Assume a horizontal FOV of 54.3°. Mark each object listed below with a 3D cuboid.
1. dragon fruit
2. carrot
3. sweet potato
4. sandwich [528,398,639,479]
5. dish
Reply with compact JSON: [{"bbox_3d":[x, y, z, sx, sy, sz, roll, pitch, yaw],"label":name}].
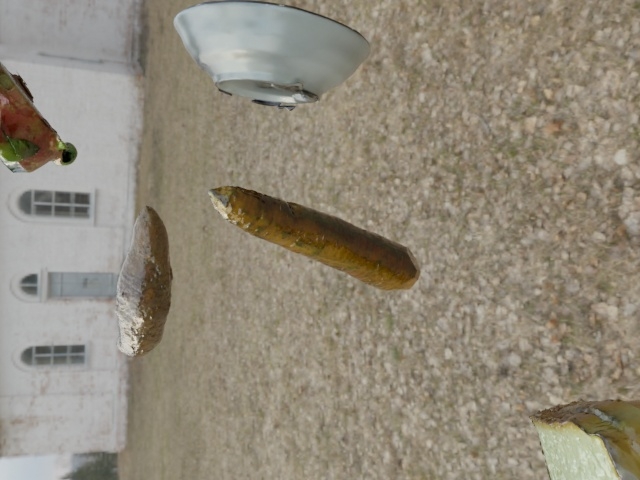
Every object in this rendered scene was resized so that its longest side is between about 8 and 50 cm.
[{"bbox_3d":[-0.610,-0.246,1.225,0.268,0.130,0.295,32,158,55],"label":"dragon fruit"},{"bbox_3d":[0.000,0.000,0.725,0.066,0.314,0.066,-23,58,42],"label":"carrot"},{"bbox_3d":[-0.300,0.101,1.047,0.114,0.092,0.341,60,143,40],"label":"sweet potato"},{"bbox_3d":[0.323,0.311,0.632,0.271,0.099,0.301,88,169,-76],"label":"sandwich"},{"bbox_3d":[-0.081,-0.282,1.007,0.316,0.317,0.106,-168,86,-69],"label":"dish"}]
